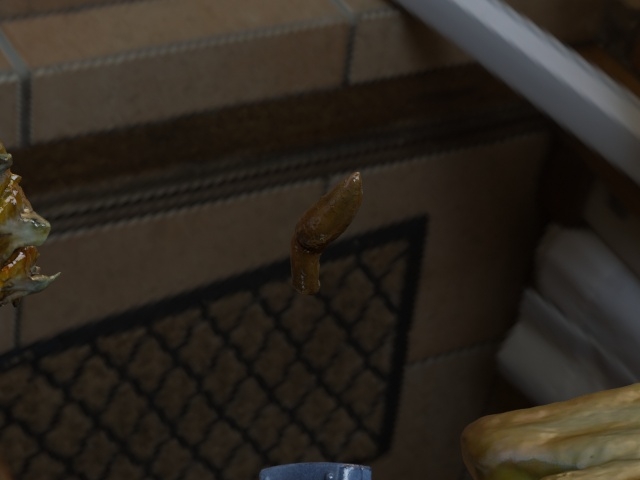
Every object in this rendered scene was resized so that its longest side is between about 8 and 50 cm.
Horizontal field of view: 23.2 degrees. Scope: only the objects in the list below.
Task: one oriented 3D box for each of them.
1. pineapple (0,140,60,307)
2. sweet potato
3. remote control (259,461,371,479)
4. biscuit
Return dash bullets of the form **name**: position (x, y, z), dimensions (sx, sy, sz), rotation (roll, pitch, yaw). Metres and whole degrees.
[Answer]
- **pineapple**: position (-0.288, -0.025, 0.888), dimensions (0.334, 0.158, 0.161), rotation (37, 132, -25)
- **sweet potato**: position (-0.002, -0.004, 1.278), dimensions (0.044, 0.044, 0.179), rotation (-15, 155, -27)
- **remote control**: position (-0.004, 0.148, 0.499), dimensions (0.027, 0.152, 0.043), rotation (14, 161, -37)
- **biscuit**: position (0.259, 0.157, 1.116), dimensions (0.290, 0.237, 0.062), rotation (-11, 103, -8)
